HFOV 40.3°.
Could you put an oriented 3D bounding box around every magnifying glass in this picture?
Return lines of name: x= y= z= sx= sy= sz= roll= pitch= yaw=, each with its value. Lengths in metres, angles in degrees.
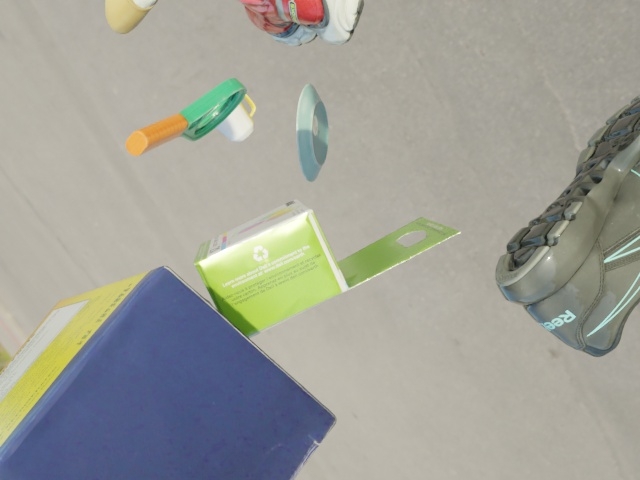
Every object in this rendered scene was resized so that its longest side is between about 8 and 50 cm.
magnifying glass: x=-0.150 y=-0.136 z=0.994 sx=0.026 sy=0.231 sz=0.092 roll=47 pitch=118 yaw=1

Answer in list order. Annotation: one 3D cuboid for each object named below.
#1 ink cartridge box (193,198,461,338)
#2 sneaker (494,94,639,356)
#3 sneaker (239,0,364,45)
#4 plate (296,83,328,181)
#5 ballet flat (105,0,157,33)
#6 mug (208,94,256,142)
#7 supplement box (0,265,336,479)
ink cartridge box: x=0.000 y=0.000 z=0.954 sx=0.097 sy=0.255 sz=0.189 roll=64 pitch=177 yaw=-8
sneaker: x=0.247 y=-0.028 z=0.684 sx=0.106 sy=0.267 sz=0.101 roll=44 pitch=166 yaw=-7
sneaker: x=-0.040 y=-0.246 z=0.796 sx=0.118 sy=0.107 sz=0.279 roll=17 pitch=-174 yaw=-19
plate: x=-0.010 y=-0.206 z=1.671 sx=0.024 sy=0.188 sz=0.188 roll=2 pitch=136 yaw=15
ballet flat: x=-0.251 y=-0.416 z=1.293 sx=0.073 sy=0.232 sz=0.080 roll=15 pitch=173 yaw=42
mug: x=-0.132 y=-0.194 z=1.368 sx=0.064 sy=0.078 sz=0.062 roll=48 pitch=175 yaw=-19
supplement box: x=-0.183 y=0.171 z=0.778 sx=0.195 sy=0.194 sz=0.356 roll=44 pitch=155 yaw=-16
